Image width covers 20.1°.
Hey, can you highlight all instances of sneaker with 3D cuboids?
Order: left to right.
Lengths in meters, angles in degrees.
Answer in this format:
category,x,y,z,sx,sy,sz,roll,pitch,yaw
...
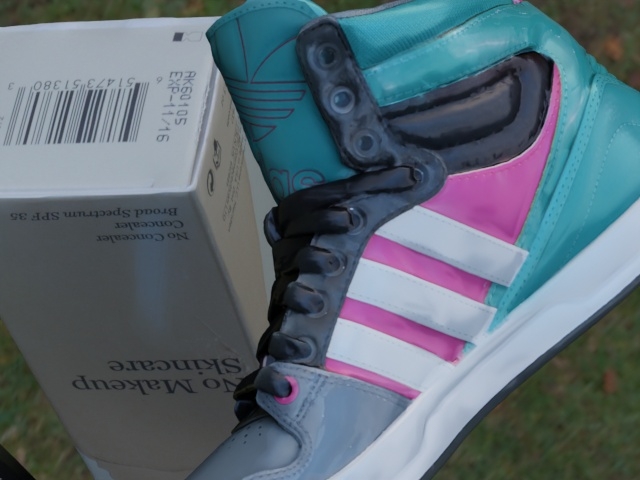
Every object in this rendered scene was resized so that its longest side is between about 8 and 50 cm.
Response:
category,x,y,z,sx,sy,sz,roll,pitch,yaw
sneaker,0.000,0.000,0.685,0.295,0.124,0.178,-40,95,-22

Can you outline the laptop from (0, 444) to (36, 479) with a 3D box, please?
category,x,y,z,sx,sy,sz,roll,pitch,yaw
laptop,-0.028,0.148,0.788,0.264,0.234,0.136,45,88,1

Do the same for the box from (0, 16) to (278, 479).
category,x,y,z,sx,sy,sz,roll,pitch,yaw
box,-0.093,0.022,1.038,0.148,0.311,0.121,-2,53,13
